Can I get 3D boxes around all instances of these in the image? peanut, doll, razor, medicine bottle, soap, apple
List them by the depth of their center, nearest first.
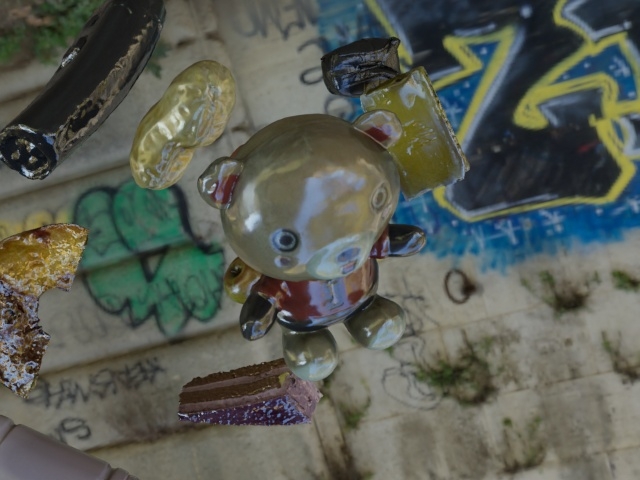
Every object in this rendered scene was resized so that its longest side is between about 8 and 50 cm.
[{"bbox_3d":[0.000,0.000,0.962,0.235,0.329,0.174,-18,-134,-9],"label":"doll"},{"bbox_3d":[-0.343,0.336,1.121,0.250,0.133,0.133,24,-172,-2],"label":"medicine bottle"},{"bbox_3d":[-0.351,-0.235,1.277,0.189,0.107,0.326,-20,-143,50],"label":"razor"},{"bbox_3d":[-0.118,0.065,1.426,0.089,0.074,0.089,-46,-157,25],"label":"apple"},{"bbox_3d":[0.182,-0.204,1.641,0.135,0.233,0.076,-22,-164,17],"label":"soap"},{"bbox_3d":[-0.277,-0.225,1.687,0.305,0.147,0.147,-41,175,26],"label":"peanut"}]

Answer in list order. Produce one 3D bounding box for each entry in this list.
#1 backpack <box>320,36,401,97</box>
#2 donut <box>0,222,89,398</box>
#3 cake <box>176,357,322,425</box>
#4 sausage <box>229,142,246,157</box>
[{"bbox_3d":[0.081,-0.346,1.719,0.165,0.119,0.106,-8,-175,-24],"label":"backpack"},{"bbox_3d":[-0.511,0.098,1.412,0.151,0.294,0.112,24,161,-29],"label":"donut"},{"bbox_3d":[-0.153,0.310,1.738,0.296,0.112,0.116,-5,-145,12],"label":"cake"},{"bbox_3d":[-0.027,-0.082,1.239,0.258,0.133,0.133,11,-159,29],"label":"sausage"}]
